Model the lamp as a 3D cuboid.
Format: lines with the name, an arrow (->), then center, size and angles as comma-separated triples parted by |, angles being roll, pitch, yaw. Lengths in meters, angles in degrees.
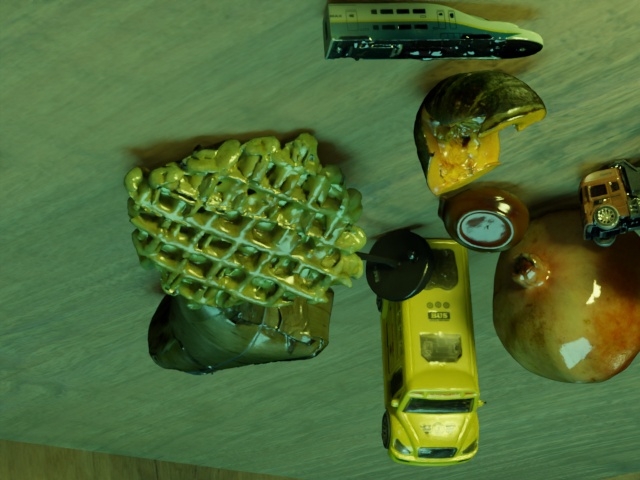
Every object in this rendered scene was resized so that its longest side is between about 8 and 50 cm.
lamp -> -0.017, 0.020, 2.200 | 0.371, 0.130, 0.108 | 4, 145, -33

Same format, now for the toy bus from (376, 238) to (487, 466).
toy bus -> 0.169, 0.168, 2.328 | 0.144, 0.330, 0.152 | 1, 157, -9

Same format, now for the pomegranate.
pomegranate -> 0.354, 0.075, 2.207 | 0.229, 0.252, 0.270 | 9, 173, 37

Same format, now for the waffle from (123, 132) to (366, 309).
waffle -> -0.097, -0.013, 2.023 | 0.317, 0.073, 0.297 | -9, 136, 12

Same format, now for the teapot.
teapot -> 0.228, -0.035, 2.152 | 0.129, 0.078, 0.098 | 6, 121, 7

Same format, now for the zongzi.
zongzi -> -0.207, 0.105, 2.364 | 0.323, 0.160, 0.360 | -18, 156, 36

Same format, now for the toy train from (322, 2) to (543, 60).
toy train -> 0.121, -0.221, 1.635 | 0.234, 0.051, 0.052 | -2, 161, -9

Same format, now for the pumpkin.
pumpkin -> 0.173, -0.141, 1.781 | 0.119, 0.107, 0.183 | -13, 161, -34

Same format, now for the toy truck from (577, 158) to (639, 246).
toy truck -> 0.441, -0.059, 2.068 | 0.192, 0.092, 0.083 | -12, 160, 4
